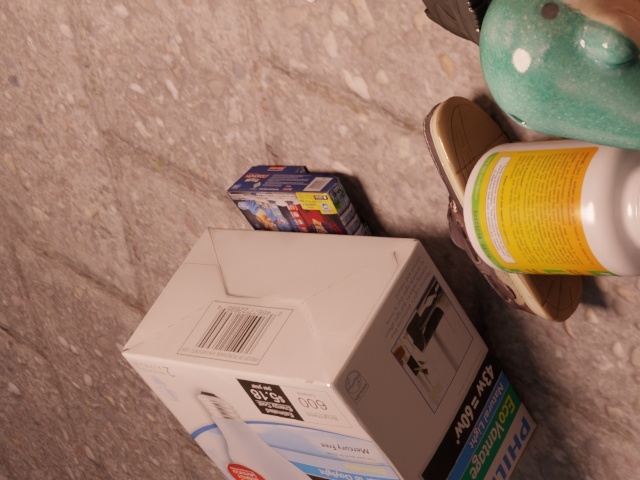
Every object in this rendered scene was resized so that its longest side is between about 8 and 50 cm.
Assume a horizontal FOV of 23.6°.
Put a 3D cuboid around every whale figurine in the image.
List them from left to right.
[{"bbox_3d":[0.257,-0.131,1.353,0.272,0.141,0.216,39,179,16],"label":"whale figurine"}]

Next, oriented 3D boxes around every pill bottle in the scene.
[{"bbox_3d":[0.270,-0.033,1.500,0.245,0.136,0.136,0,126,51],"label":"pill bottle"}]

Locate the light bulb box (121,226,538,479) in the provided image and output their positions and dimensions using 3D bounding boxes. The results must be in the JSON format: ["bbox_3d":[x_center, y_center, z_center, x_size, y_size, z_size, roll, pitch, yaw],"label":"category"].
[{"bbox_3d":[0.017,0.186,1.897,0.358,0.225,0.361,4,140,42],"label":"light bulb box"}]

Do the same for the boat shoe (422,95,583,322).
[{"bbox_3d":[0.181,-0.026,1.657,0.092,0.103,0.285,-8,126,49],"label":"boat shoe"}]

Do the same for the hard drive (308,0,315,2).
[{"bbox_3d":[-0.020,-0.396,1.536,0.203,0.040,0.307,45,150,3],"label":"hard drive"}]

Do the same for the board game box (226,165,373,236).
[{"bbox_3d":[0.000,0.000,1.949,0.194,0.060,0.194,4,131,48],"label":"board game box"}]

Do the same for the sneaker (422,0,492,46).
[{"bbox_3d":[0.102,-0.293,1.427,0.130,0.109,0.286,23,148,44],"label":"sneaker"}]
